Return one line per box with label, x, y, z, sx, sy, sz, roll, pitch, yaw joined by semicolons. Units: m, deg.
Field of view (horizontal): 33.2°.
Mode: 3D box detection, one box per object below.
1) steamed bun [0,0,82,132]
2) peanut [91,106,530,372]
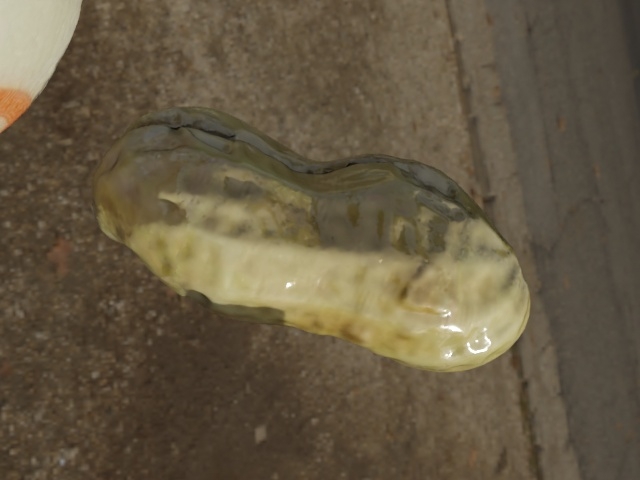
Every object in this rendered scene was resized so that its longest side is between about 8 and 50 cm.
steamed bun;-0.242;-0.108;0.501;0.283;0.283;0.177;-19;95;-66
peanut;0.000;0.000;0.675;0.130;0.290;0.130;-165;-90;-78
